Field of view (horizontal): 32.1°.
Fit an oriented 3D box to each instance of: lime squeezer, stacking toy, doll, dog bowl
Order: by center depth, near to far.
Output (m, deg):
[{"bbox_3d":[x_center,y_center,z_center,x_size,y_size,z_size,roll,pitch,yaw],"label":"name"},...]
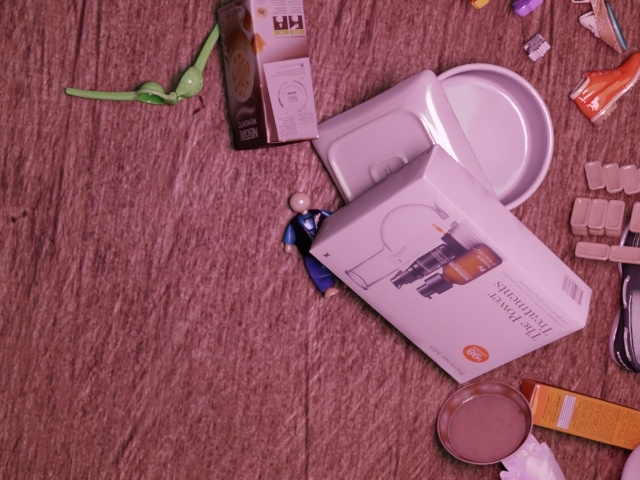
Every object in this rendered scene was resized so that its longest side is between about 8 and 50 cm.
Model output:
[{"bbox_3d":[-0.272,-0.279,1.890,0.310,0.059,0.110,-27,96,-6],"label":"lime squeezer"},{"bbox_3d":[0.391,-0.437,1.924,0.221,0.052,0.167,-41,118,18],"label":"stacking toy"},{"bbox_3d":[0.000,0.000,1.942,0.129,0.046,0.189,-27,89,3],"label":"doll"},{"bbox_3d":[0.266,-0.173,1.948,0.265,0.104,0.265,0,92,-9],"label":"dog bowl"}]

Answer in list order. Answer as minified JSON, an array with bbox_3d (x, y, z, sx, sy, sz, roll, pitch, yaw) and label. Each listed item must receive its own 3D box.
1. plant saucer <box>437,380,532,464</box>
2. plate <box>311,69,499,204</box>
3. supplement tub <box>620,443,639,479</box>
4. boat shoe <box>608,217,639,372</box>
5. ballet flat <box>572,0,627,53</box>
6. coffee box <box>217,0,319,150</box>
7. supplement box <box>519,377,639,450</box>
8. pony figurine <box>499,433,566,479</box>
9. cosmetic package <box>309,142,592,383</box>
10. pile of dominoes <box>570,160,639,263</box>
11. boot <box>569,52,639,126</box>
[{"bbox_3d":[0.291,0.325,1.958,0.168,0.168,0.029,-31,136,-6],"label":"plant saucer"},{"bbox_3d":[0.132,-0.110,1.872,0.278,0.045,0.277,-23,96,37],"label":"plate"},{"bbox_3d":[0.716,0.444,1.948,0.316,0.228,0.228,0,92,-25],"label":"supplement tub"},{"bbox_3d":[0.596,0.090,2.010,0.114,0.091,0.302,4,91,-8],"label":"boat shoe"},{"bbox_3d":[0.491,-0.427,2.002,0.067,0.073,0.206,-18,92,20],"label":"ballet flat"},{"bbox_3d":[-0.089,-0.282,1.865,0.098,0.141,0.246,-8,92,-27],"label":"coffee box"},{"bbox_3d":[0.475,0.316,2.006,0.233,0.078,0.080,14,90,-8],"label":"supplement box"},{"bbox_3d":[0.331,0.533,1.890,0.303,0.363,0.351,-32,80,1],"label":"pony figurine"},{"bbox_3d":[0.214,0.051,1.839,0.377,0.284,0.097,41,46,-16],"label":"cosmetic package"},{"bbox_3d":[0.575,-0.040,1.965,0.251,0.040,0.196,7,66,22],"label":"pile of dominoes"},{"bbox_3d":[0.521,-0.292,2.007,0.084,0.059,0.158,41,87,-2],"label":"boot"}]
